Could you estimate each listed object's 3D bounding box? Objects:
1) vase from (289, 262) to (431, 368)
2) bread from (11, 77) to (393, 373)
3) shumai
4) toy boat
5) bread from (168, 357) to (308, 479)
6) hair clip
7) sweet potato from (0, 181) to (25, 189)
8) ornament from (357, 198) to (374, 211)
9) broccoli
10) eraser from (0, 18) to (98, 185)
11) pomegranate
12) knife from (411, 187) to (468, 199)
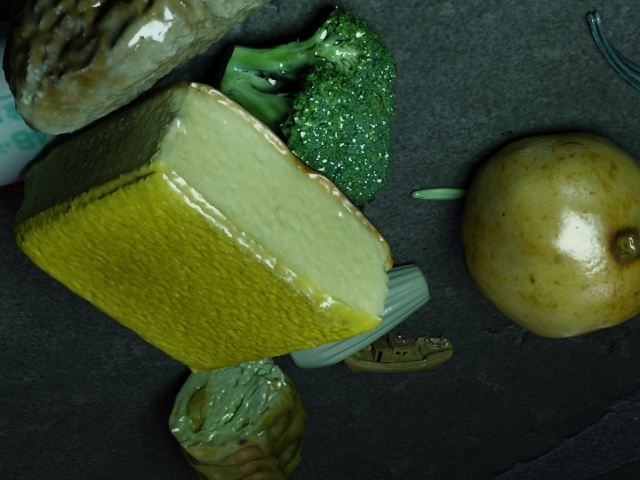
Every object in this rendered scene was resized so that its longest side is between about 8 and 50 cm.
[{"bbox_3d":[0.057,0.112,1.819,0.248,0.128,0.128,-24,145,1],"label":"vase"},{"bbox_3d":[-0.134,0.001,1.242,0.323,0.143,0.333,39,144,-28],"label":"bread"},{"bbox_3d":[-0.205,-0.269,1.052,0.314,0.262,0.267,-40,-173,-16],"label":"shumai"},{"bbox_3d":[0.133,0.195,2.010,0.206,0.064,0.072,-1,130,-16],"label":"toy boat"},{"bbox_3d":[-0.135,0.323,1.990,0.196,0.239,0.252,18,160,24],"label":"bread"},{"bbox_3d":[0.407,-0.232,1.497,0.070,0.039,0.229,-35,139,32],"label":"hair clip"},{"bbox_3d":[-0.408,-0.091,1.418,0.314,0.072,0.066,-11,133,-3],"label":"sweet potato"},{"bbox_3d":[0.000,0.000,1.634,0.153,0.166,0.196,-2,131,-52],"label":"ornament"},{"bbox_3d":[-0.018,-0.140,1.361,0.241,0.262,0.269,26,176,-12],"label":"broccoli"},{"bbox_3d":[-0.414,-0.143,1.306,0.290,0.104,0.189,-14,135,5],"label":"eraser"},{"bbox_3d":[0.339,-0.005,1.578,0.307,0.307,0.307,-8,146,-6],"label":"pomegranate"},{"bbox_3d":[0.231,-0.067,1.702,0.207,0.014,0.030,-1,141,-18],"label":"knife"}]
